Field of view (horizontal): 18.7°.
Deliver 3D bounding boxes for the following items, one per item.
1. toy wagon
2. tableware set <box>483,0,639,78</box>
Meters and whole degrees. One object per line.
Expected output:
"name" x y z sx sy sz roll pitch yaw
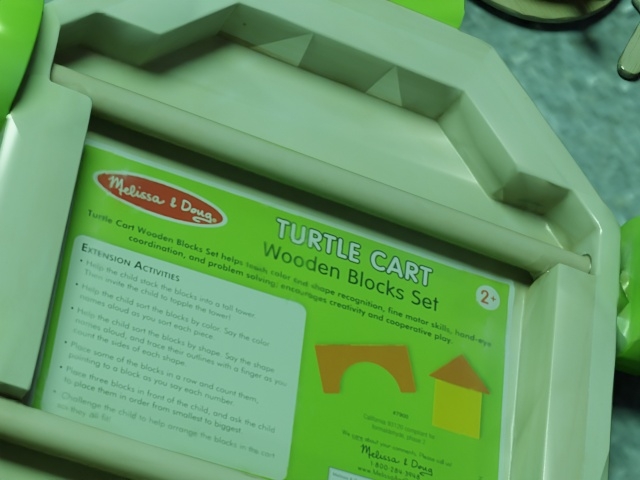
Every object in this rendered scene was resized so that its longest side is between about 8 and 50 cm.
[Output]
"toy wagon" 0.000 0.000 0.643 0.267 0.068 0.344 20 56 -18
"tableware set" 0.110 -0.171 0.810 0.128 0.039 0.194 27 57 1
